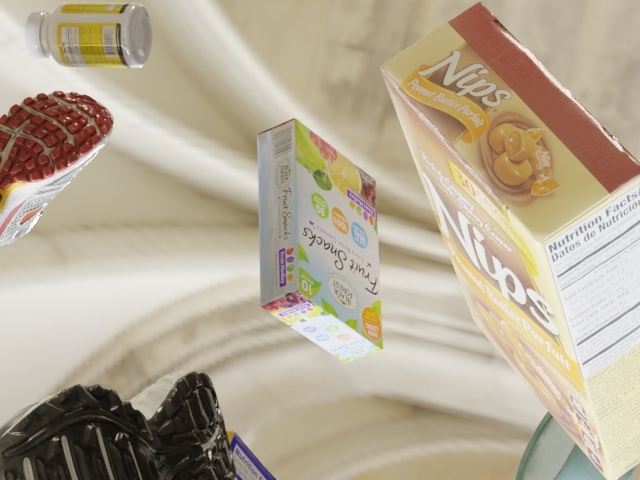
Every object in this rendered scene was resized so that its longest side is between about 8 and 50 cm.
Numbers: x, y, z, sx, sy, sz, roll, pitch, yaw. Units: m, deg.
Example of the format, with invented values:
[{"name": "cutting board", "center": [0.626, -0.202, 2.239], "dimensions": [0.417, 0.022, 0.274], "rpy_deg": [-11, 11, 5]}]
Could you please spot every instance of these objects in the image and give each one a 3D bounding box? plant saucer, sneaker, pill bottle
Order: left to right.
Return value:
[{"name": "sneaker", "center": [-0.293, -0.058, 1.908], "dimensions": [0.225, 0.088, 0.093], "rpy_deg": [-38, -19, -11]}, {"name": "sneaker", "center": [-0.137, 0.140, 1.160], "dimensions": [0.271, 0.108, 0.100], "rpy_deg": [3, -111, -74]}, {"name": "pill bottle", "center": [-0.230, -0.203, 1.973], "dimensions": [0.065, 0.116, 0.065], "rpy_deg": [3, -90, -73]}, {"name": "plant saucer", "center": [0.195, 0.168, 1.562], "dimensions": [0.195, 0.037, 0.195], "rpy_deg": [-58, 9, 15]}]

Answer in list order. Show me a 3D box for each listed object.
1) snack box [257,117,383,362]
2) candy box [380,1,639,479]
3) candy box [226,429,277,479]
[{"name": "snack box", "center": [0.000, 0.000, 1.369], "dimensions": [0.100, 0.037, 0.141], "rpy_deg": [35, -137, -43]}, {"name": "candy box", "center": [0.153, 0.009, 1.338], "dimensions": [0.087, 0.183, 0.316], "rpy_deg": [-34, -36, -6]}, {"name": "candy box", "center": [-0.219, 0.336, 1.948], "dimensions": [0.122, 0.268, 0.317], "rpy_deg": [59, -139, -44]}]
